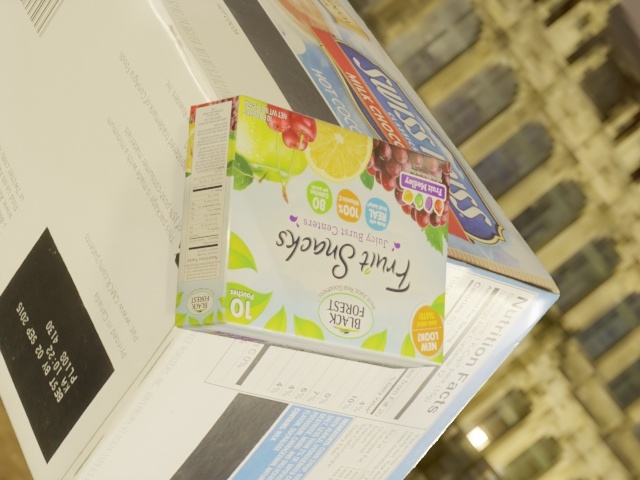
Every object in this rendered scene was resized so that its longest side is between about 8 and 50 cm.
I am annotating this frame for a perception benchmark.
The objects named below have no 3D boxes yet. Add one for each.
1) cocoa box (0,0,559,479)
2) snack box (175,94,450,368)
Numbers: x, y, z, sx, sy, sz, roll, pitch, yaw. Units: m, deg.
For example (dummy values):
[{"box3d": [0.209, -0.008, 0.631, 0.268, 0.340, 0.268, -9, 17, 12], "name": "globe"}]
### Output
[{"box3d": [-0.070, -0.021, 1.072, 0.228, 0.231, 0.347, 17, 30, -40], "name": "cocoa box"}, {"box3d": [0.000, 0.000, 0.803, 0.037, 0.100, 0.141, -6, -14, 44], "name": "snack box"}]
